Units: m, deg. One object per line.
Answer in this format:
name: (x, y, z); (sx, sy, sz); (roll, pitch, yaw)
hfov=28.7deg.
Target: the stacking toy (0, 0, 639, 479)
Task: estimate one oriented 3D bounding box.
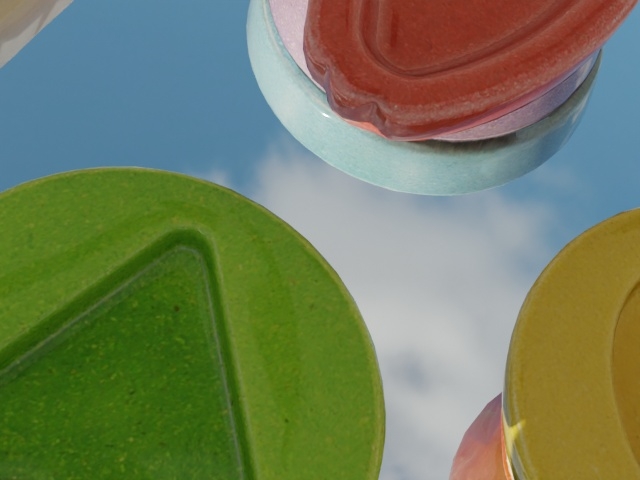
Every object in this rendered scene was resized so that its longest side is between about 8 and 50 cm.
stacking toy: (0.000, 0.000, 0.399); (0.279, 0.130, 0.309); (-10, -114, -13)
